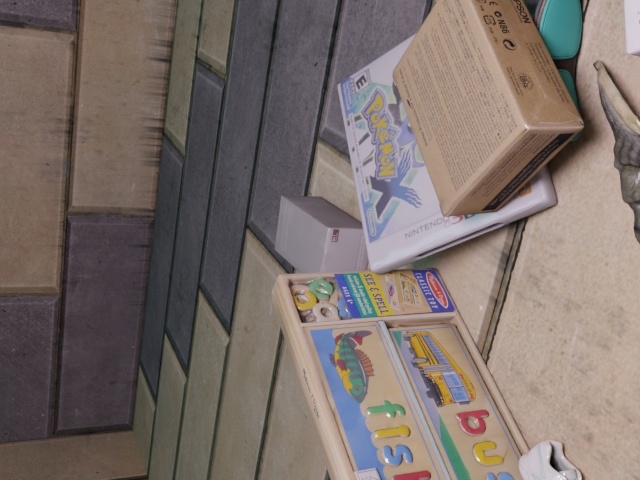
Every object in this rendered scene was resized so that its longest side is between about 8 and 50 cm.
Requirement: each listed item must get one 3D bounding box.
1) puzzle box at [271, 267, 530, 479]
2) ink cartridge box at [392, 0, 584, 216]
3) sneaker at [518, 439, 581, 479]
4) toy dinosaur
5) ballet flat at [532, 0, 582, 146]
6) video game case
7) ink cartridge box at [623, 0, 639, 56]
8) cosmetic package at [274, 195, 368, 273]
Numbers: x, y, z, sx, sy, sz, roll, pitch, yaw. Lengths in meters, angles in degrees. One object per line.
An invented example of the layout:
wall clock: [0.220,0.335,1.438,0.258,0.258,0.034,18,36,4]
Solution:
puzzle box: [0.114,0.208,1.007,0.052,0.272,0.408,113,145,-42]
ink cartridge box: [0.194,-0.177,0.914,0.193,0.088,0.234,125,134,-56]
sneaker: [0.291,0.310,0.886,0.061,0.054,0.152,-63,35,37]
toy dinosaur: [0.347,-0.109,0.778,0.118,0.064,0.268,127,140,-60]
ballet flat: [0.279,-0.213,0.911,0.074,0.074,0.203,178,91,-64]
video game case: [0.163,-0.151,1.071,0.300,0.036,0.328,-25,64,39]
ink cartridge box: [0.379,-0.320,0.640,0.211,0.122,0.288,171,99,-64]
cosmetic package: [0.000,0.000,1.446,0.238,0.107,0.127,37,122,56]
